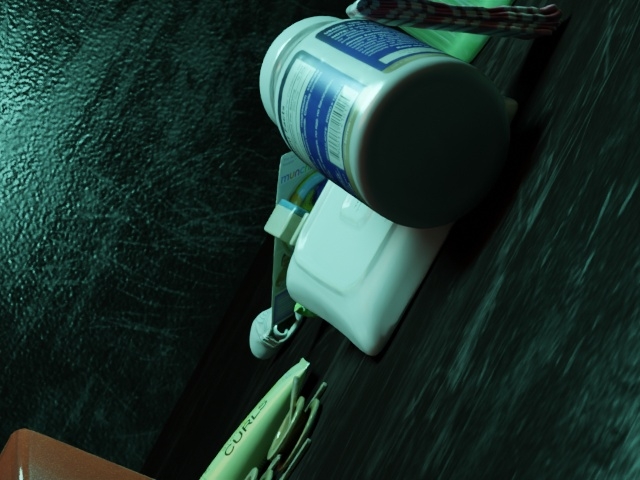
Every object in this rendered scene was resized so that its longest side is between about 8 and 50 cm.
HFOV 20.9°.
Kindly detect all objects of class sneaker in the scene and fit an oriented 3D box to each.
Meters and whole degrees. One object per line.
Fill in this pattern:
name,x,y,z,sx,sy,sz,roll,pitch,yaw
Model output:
sneaker,-0.062,0.121,2.404,0.152,0.054,0.061,-56,10,41

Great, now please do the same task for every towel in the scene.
towel,0.124,-0.218,1.669,0.144,0.197,0.029,-132,48,-84

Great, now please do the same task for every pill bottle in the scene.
pill bottle,0.049,-0.119,1.587,0.153,0.153,0.265,-61,30,6

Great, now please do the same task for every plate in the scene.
plate,0.062,-0.042,1.728,0.277,0.045,0.278,-60,22,1

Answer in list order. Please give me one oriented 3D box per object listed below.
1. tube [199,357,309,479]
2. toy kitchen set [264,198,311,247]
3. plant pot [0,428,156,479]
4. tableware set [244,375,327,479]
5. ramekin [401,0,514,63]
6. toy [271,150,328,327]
tube,-0.082,0.237,1.977,0.070,0.062,0.240,32,87,44
toy kitchen set,0.058,-0.037,1.944,0.166,0.122,0.207,-61,25,0
plant pot,-0.286,0.422,1.976,0.267,0.267,0.236,-59,18,20
tableware set,-0.060,0.237,1.836,0.194,0.039,0.128,-59,6,27
ramekin,0.183,-0.377,2.155,0.303,0.148,0.303,-60,5,9
toy,0.005,-0.011,2.092,0.137,0.056,0.237,-30,-43,-45
